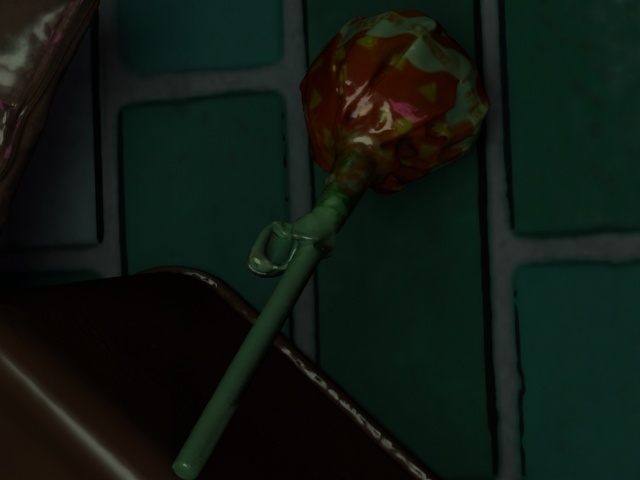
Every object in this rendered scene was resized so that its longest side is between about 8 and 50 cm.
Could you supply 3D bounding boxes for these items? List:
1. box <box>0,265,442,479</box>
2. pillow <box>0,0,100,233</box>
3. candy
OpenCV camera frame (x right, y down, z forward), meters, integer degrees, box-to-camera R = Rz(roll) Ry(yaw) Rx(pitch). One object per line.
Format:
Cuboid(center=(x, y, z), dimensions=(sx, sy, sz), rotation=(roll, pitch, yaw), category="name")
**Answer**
Cuboid(center=(-0.066, 0.192, 0.877), dimensions=(0.339, 0.229, 0.239), rotation=(42, 103, 16), category="box")
Cuboid(center=(-0.219, -0.038, 0.989), dimensions=(0.223, 0.084, 0.236), rotation=(18, 86, 44), category="pillow")
Cuboid(center=(0.000, 0.001, 0.859), dimensions=(0.084, 0.288, 0.078), rotation=(43, 134, -15), category="candy")
